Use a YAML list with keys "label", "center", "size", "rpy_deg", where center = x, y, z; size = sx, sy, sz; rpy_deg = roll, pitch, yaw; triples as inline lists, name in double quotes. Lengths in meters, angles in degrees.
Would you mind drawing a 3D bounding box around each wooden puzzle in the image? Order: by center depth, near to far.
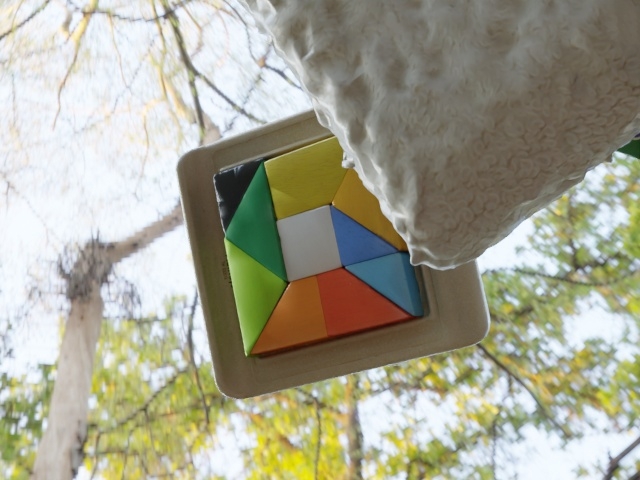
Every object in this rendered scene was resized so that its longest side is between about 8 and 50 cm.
- label: "wooden puzzle"
  center: [0.000, 0.000, 1.019]
  size: [0.239, 0.044, 0.220]
  rpy_deg: [-16, -100, 23]

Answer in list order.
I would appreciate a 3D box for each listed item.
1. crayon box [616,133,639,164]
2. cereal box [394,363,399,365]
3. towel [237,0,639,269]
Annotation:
- label: "crayon box"
  center: [0.298, -0.033, 0.575]
  size: [0.323, 0.083, 0.203]
  rpy_deg: [15, -37, -21]
- label: "cereal box"
  center: [0.042, -0.009, 1.300]
  size: [0.047, 0.173, 0.240]
  rpy_deg: [-1, -74, -20]
- label: "towel"
  center: [0.032, -0.148, 0.377]
  size: [0.187, 0.282, 0.049]
  rpy_deg: [-39, -25, 14]
